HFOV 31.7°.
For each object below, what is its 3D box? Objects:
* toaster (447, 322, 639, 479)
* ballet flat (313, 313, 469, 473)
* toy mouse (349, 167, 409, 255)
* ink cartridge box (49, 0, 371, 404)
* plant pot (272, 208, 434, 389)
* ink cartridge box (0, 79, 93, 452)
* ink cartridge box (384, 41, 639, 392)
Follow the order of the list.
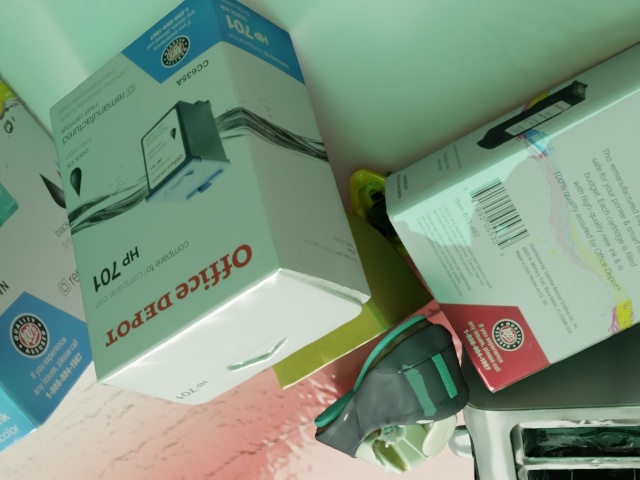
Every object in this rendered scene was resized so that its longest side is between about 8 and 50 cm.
[{"bbox_3d":[0.180,0.141,0.704,0.186,0.110,0.168,-4,116,16],"label":"toaster"},{"bbox_3d":[0.044,0.109,0.694,0.074,0.074,0.203,28,155,0],"label":"ballet flat"},{"bbox_3d":[0.000,0.000,0.724,0.143,0.031,0.161,-38,102,27],"label":"toy mouse"},{"bbox_3d":[-0.069,-0.024,0.641,0.140,0.190,0.082,-32,146,26],"label":"ink cartridge box"},{"bbox_3d":[0.003,0.027,0.675,0.081,0.081,0.083,-33,85,26],"label":"plant pot"},{"bbox_3d":[-0.283,0.005,0.705,0.197,0.198,0.270,-32,105,27],"label":"ink cartridge box"},{"bbox_3d":[0.142,-0.014,0.638,0.175,0.072,0.127,-28,107,11],"label":"ink cartridge box"}]
